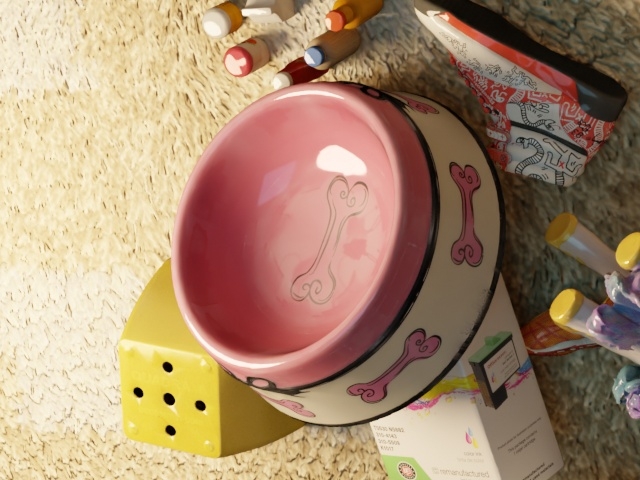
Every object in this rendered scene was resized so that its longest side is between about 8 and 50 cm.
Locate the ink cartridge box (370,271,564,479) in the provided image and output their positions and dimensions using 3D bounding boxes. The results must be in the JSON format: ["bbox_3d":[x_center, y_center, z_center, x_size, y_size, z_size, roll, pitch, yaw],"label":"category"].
[{"bbox_3d":[0.149,0.169,1.999,0.201,0.117,0.278,-5,109,50],"label":"ink cartridge box"}]

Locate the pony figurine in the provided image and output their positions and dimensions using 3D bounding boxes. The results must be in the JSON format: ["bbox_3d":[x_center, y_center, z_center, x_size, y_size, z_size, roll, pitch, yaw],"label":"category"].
[{"bbox_3d":[0.419,0.123,1.725,0.363,0.351,0.303,34,87,-16],"label":"pony figurine"}]

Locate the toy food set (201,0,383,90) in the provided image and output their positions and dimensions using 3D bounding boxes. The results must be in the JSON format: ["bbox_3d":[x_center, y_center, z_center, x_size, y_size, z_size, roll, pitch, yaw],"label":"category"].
[{"bbox_3d":[-0.046,-0.240,1.969,0.232,0.104,0.111,2,111,26],"label":"toy food set"}]

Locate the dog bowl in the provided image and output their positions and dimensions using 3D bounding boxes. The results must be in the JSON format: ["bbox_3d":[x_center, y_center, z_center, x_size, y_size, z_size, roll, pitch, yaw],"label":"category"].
[{"bbox_3d":[0.000,0.000,1.892,0.408,0.150,0.408,-15,65,35],"label":"dog bowl"}]

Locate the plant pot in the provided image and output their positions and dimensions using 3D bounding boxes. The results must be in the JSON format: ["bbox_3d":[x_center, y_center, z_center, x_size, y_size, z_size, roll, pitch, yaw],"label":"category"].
[{"bbox_3d":[-0.150,0.167,2.138,0.212,0.187,0.212,10,115,23],"label":"plant pot"}]

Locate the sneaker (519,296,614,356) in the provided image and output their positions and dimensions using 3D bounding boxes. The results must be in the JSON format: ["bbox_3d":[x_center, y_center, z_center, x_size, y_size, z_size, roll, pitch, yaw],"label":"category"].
[{"bbox_3d":[0.287,0.103,1.980,0.175,0.064,0.067,-14,77,30],"label":"sneaker"}]

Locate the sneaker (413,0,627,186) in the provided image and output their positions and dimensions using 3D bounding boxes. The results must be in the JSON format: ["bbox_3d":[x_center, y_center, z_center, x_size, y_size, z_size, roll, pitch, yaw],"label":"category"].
[{"bbox_3d":[0.200,-0.167,1.886,0.270,0.090,0.145,30,118,10],"label":"sneaker"}]
